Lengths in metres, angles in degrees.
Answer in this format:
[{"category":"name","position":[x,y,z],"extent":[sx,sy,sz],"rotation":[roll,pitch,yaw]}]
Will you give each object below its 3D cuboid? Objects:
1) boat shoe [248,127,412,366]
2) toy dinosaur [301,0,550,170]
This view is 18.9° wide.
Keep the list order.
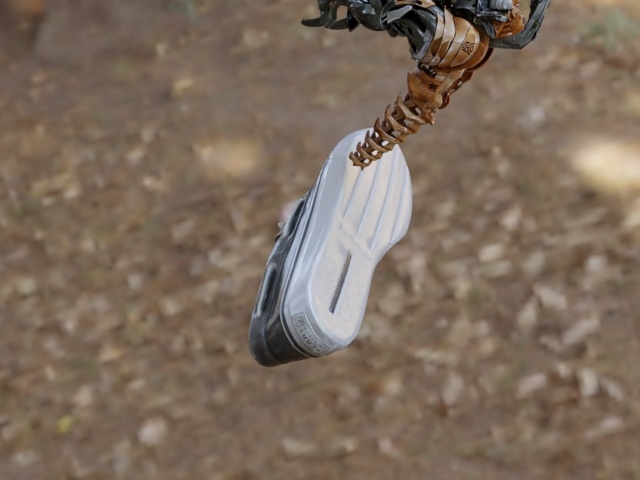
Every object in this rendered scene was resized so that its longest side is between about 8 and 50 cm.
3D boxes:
[{"category":"boat shoe","position":[0.000,0.000,2.013],"extent":[0.119,0.121,0.335],"rotation":[-21,26,33]},{"category":"toy dinosaur","position":[0.108,-0.230,1.932],"extent":[0.218,0.164,0.322],"rotation":[29,79,15]}]
